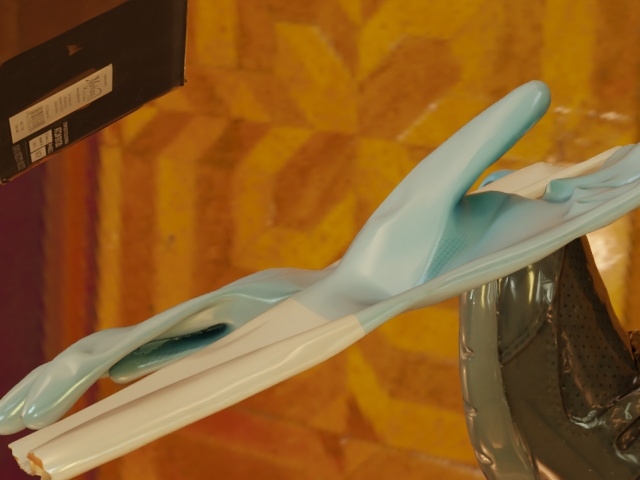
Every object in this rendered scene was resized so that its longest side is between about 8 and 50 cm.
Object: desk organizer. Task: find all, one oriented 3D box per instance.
[{"bbox_3d":[-0.056,-0.058,0.368,0.050,0.047,0.130,59,169,9],"label":"desk organizer"}]

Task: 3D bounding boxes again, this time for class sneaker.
[{"bbox_3d":[0.159,0.114,0.959,0.140,0.125,0.340,-13,112,18],"label":"sneaker"}]

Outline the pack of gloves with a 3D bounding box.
[{"bbox_3d":[0.000,0.000,0.623,0.046,0.232,0.195,68,165,-6],"label":"pack of gloves"}]
